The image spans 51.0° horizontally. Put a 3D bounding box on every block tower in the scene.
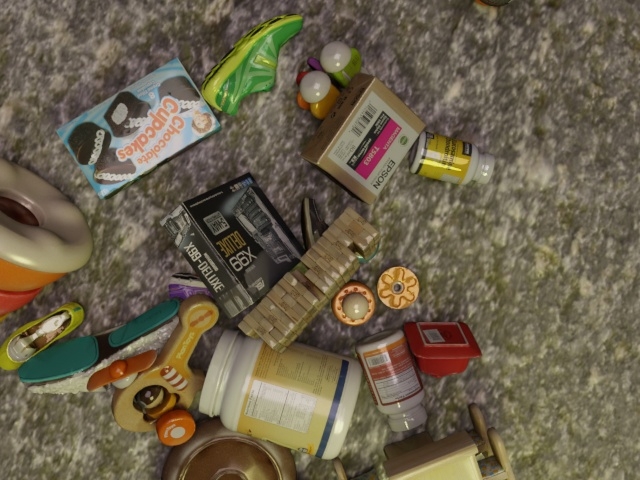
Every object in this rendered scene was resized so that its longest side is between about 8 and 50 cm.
[{"bbox_3d":[-0.017,0.089,1.398,0.097,0.091,0.335,42,84,18],"label":"block tower"}]

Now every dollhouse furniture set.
[{"bbox_3d":[0.219,0.485,1.419,0.362,0.394,0.256,-20,101,-3],"label":"dollhouse furniture set"}]

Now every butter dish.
[{"bbox_3d":[0.278,0.267,1.568,0.160,0.160,0.118,1,113,-5],"label":"butter dish"}]

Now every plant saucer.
[{"bbox_3d":[-0.206,0.556,1.519,0.311,0.050,0.310,0,91,-7],"label":"plant saucer"}]

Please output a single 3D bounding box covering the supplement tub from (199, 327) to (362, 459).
[{"bbox_3d":[-0.086,0.330,1.478,0.317,0.228,0.228,17,89,2],"label":"supplement tub"}]

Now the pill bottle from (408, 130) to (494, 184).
[{"bbox_3d":[0.308,-0.188,1.576,0.184,0.103,0.103,13,89,-4],"label":"pill bottle"}]

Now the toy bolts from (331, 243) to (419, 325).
[{"bbox_3d":[0.124,0.073,1.535,0.219,0.158,0.228,-8,91,-4],"label":"toy bolts"}]

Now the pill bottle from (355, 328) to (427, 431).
[{"bbox_3d":[0.170,0.324,1.558,0.121,0.121,0.216,-20,92,-4],"label":"pill bottle"}]

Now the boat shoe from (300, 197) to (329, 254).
[{"bbox_3d":[0.000,0.000,1.538,0.074,0.080,0.223,-5,59,-8],"label":"boat shoe"}]

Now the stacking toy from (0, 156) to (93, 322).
[{"bbox_3d":[-0.758,0.081,1.437,0.351,0.350,0.480,41,104,-3],"label":"stacking toy"}]

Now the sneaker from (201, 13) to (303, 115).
[{"bbox_3d":[-0.147,-0.410,1.557,0.295,0.109,0.123,-46,119,-6],"label":"sneaker"}]

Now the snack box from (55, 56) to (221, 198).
[{"bbox_3d":[-0.413,-0.255,1.544,0.322,0.060,0.187,-33,93,-4],"label":"snack box"}]

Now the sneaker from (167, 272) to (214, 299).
[{"bbox_3d":[-0.271,0.120,1.564,0.170,0.068,0.071,9,105,4],"label":"sneaker"}]

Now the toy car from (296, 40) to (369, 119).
[{"bbox_3d":[0.014,-0.373,1.549,0.136,0.159,0.182,34,91,35],"label":"toy car"}]

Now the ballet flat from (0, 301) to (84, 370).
[{"bbox_3d":[-0.643,0.216,1.518,0.231,0.077,0.077,-34,93,-3],"label":"ballet flat"}]

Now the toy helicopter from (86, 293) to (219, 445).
[{"bbox_3d":[-0.337,0.261,1.432,0.235,0.140,0.355,21,107,-33],"label":"toy helicopter"}]

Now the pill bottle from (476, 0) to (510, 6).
[{"bbox_3d":[0.416,-0.611,1.513,0.131,0.246,0.130,0,91,-6],"label":"pill bottle"}]

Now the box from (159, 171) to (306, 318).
[{"bbox_3d":[-0.174,-0.001,1.444,0.077,0.307,0.242,-34,92,26],"label":"box"}]

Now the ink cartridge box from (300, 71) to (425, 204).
[{"bbox_3d":[0.099,-0.229,1.523,0.193,0.088,0.234,33,90,-34],"label":"ink cartridge box"}]

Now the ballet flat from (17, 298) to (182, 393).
[{"bbox_3d":[-0.465,0.270,1.512,0.409,0.147,0.146,-22,92,-3],"label":"ballet flat"}]
